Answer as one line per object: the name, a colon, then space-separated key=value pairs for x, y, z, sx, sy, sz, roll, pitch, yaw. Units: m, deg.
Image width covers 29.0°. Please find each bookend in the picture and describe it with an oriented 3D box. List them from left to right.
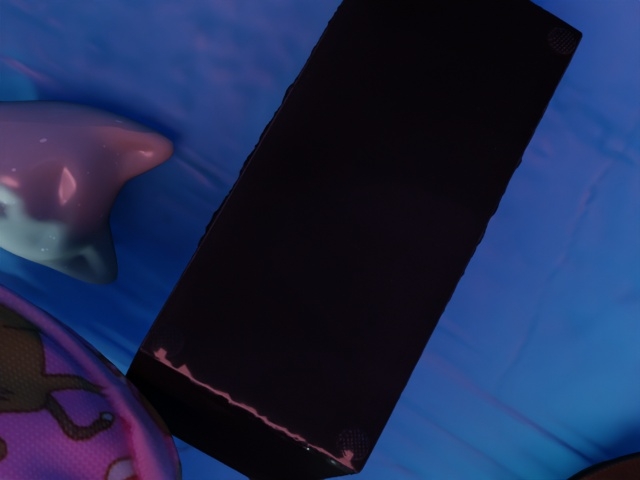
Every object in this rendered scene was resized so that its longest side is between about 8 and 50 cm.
bookend: x=0.000 y=0.000 z=0.433 sx=0.072 sy=0.156 sz=0.157 roll=30 pitch=162 yaw=-4

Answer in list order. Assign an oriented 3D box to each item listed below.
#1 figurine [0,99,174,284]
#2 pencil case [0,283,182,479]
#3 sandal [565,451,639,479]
figurine: x=-0.186 y=-0.005 z=0.476 sx=0.209 sy=0.092 sz=0.215 roll=29 pitch=114 yaw=-12
pencil case: x=-0.172 y=0.166 z=0.455 sx=0.160 sy=0.167 sz=0.386 roll=35 pitch=137 yaw=7
sandal: x=0.091 y=0.155 z=0.505 sx=0.219 sy=0.060 sz=0.090 roll=-40 pitch=87 yaw=13
